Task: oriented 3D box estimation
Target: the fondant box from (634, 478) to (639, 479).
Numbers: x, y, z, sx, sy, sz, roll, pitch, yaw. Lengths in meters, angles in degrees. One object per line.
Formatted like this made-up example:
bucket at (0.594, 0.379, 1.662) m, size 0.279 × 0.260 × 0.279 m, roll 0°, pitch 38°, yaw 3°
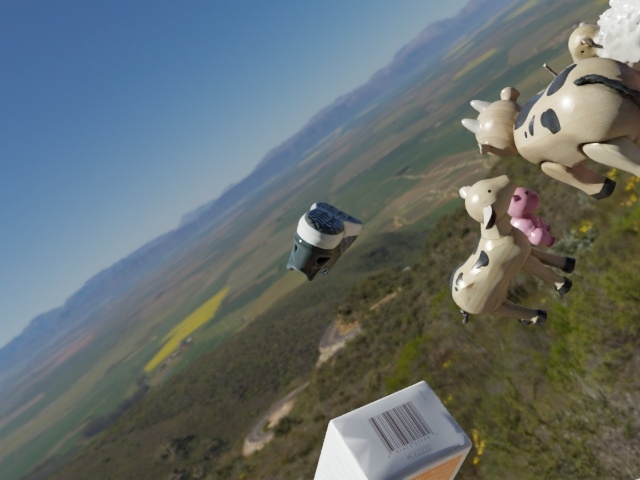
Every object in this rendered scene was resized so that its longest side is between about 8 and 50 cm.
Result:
fondant box at (0.594, 0.602, 1.156) m, size 0.238 × 0.096 × 0.330 m, roll -15°, pitch 53°, yaw 3°

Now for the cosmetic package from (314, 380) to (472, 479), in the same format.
cosmetic package at (0.116, 0.512, 1.344) m, size 0.230 × 0.161 × 0.453 m, roll -16°, pitch -41°, yaw -26°

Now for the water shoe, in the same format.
water shoe at (0.000, 0.000, 0.864) m, size 0.080 × 0.072 × 0.203 m, roll -63°, pitch -11°, yaw 12°

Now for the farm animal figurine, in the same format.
farm animal figurine at (0.243, -0.093, 0.729) m, size 0.327 × 0.172 × 0.331 m, roll 126°, pitch 166°, yaw -64°
